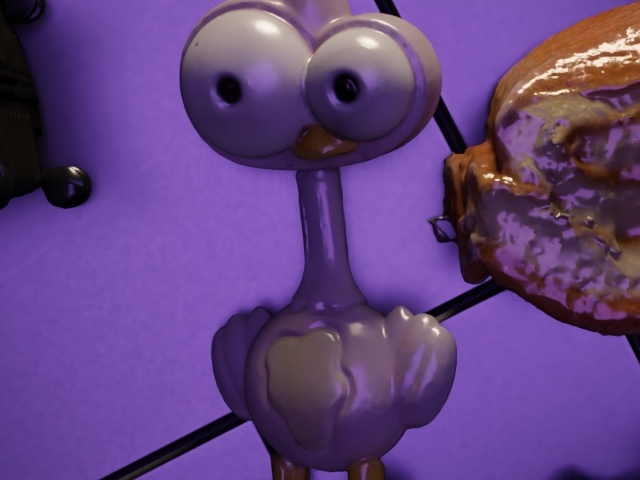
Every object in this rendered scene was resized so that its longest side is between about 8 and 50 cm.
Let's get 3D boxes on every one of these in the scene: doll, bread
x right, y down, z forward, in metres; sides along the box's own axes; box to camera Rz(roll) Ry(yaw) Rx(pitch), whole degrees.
[{"bbox_3d":[0.000,0.000,0.719,0.160,0.094,0.365,-1,99,29],"label":"doll"},{"bbox_3d":[0.184,-0.039,0.709,0.244,0.123,0.190,-20,93,3],"label":"bread"}]

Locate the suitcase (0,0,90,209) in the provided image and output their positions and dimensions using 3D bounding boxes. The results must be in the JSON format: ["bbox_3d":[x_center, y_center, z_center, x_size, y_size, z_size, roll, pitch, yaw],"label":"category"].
[{"bbox_3d":[-0.320,-0.053,0.661,0.334,0.229,0.152,-14,92,1],"label":"suitcase"}]
